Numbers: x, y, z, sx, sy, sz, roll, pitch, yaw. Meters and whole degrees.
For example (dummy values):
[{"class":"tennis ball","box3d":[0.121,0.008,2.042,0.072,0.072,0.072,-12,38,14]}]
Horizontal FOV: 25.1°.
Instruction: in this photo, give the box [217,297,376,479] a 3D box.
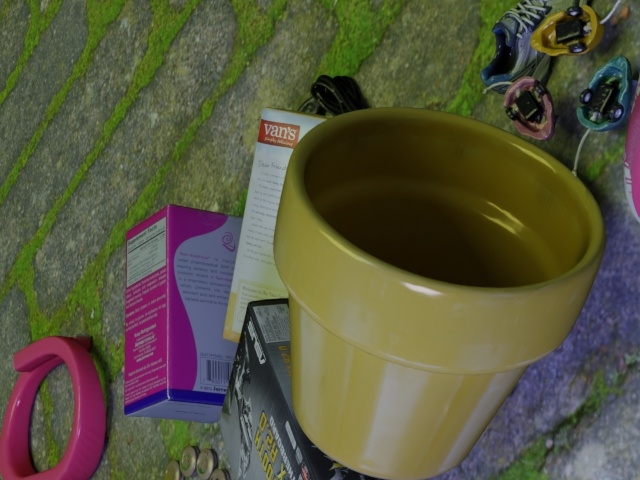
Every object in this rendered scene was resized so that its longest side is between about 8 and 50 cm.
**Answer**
[{"class":"box","box3d":[-0.027,0.196,1.312,0.183,0.056,0.231,107,150,-42]}]

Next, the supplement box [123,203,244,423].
[{"class":"supplement box","box3d":[-0.146,0.084,1.598,0.114,0.111,0.220,-25,60,52]}]

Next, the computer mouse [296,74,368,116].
[{"class":"computer mouse","box3d":[-0.024,-0.049,1.496,0.262,0.060,0.184,-59,39,28]}]

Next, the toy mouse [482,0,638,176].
[{"class":"toy mouse","box3d":[0.206,-0.117,1.173,0.161,0.031,0.143,-21,68,37]}]

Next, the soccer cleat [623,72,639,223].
[{"class":"soccer cleat","box3d":[0.292,-0.166,1.022,0.143,0.116,0.331,-132,60,-69]}]

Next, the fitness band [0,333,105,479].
[{"class":"fitness band","box3d":[-0.369,0.240,1.948,0.291,0.054,0.209,-26,61,53]}]

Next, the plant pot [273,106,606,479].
[{"class":"plant pot","box3d":[0.076,0.055,1.168,0.254,0.254,0.239,-120,35,-45]}]

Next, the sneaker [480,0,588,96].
[{"class":"sneaker","box3d":[0.180,-0.181,1.223,0.052,0.058,0.135,48,120,51]}]

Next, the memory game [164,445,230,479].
[{"class":"memory game","box3d":[-0.148,0.324,1.626,0.186,0.012,0.186,-20,65,53]}]

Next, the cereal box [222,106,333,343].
[{"class":"cereal box","box3d":[0.000,0.000,1.397,0.173,0.047,0.240,16,98,36]}]
